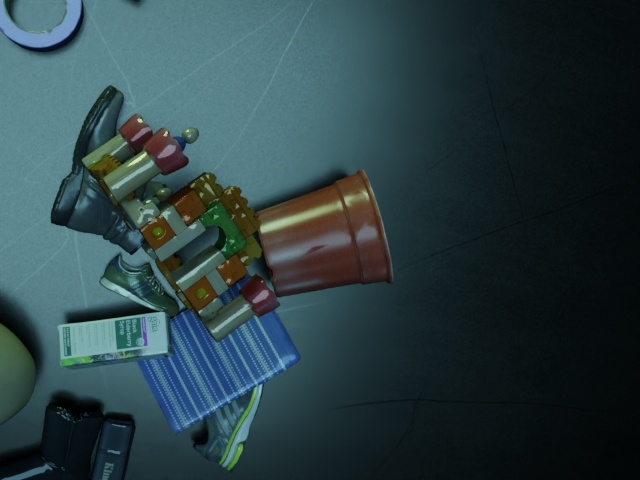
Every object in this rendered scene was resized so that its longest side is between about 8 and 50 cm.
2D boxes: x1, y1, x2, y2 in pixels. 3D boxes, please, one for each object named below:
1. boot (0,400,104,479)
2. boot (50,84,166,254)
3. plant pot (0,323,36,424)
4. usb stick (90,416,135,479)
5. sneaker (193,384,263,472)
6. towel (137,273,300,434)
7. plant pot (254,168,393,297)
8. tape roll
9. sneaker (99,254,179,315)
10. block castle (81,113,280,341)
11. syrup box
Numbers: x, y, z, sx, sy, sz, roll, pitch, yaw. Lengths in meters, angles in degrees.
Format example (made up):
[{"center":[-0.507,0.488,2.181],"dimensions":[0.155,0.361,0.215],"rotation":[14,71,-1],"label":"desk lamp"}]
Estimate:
[{"center":[-0.623,0.461,1.852],"dimensions":[0.246,0.094,0.207],"rotation":[8,96,-18],"label":"boot"},{"center":[-0.442,-0.154,1.836],"dimensions":[0.222,0.118,0.338],"rotation":[20,98,-21],"label":"boot"},{"center":[-0.722,0.291,1.747],"dimensions":[0.191,0.284,0.284],"rotation":[20,91,-49],"label":"plant pot"},{"center":[-0.493,0.545,1.917],"dimensions":[0.077,0.045,0.278],"rotation":[12,93,-15],"label":"usb stick"},{"center":[-0.210,0.387,1.937],"dimensions":[0.121,0.111,0.300],"rotation":[18,87,-6],"label":"sneaker"},{"center":[-0.242,0.256,1.902],"dimensions":[0.336,0.040,0.243],"rotation":[-30,75,-7],"label":"towel"},{"center":[0.000,0.000,1.876],"dimensions":[0.265,0.272,0.273],"rotation":[-15,99,-2],"label":"plant pot"},{"center":[-0.605,-0.503,1.763],"dimensions":[0.188,0.080,0.189],"rotation":[-1,95,-12],"label":"tape roll"},{"center":[-0.399,0.098,1.879],"dimensions":[0.192,0.064,0.086],"rotation":[25,94,-10],"label":"sneaker"},{"center":[-0.272,-0.038,1.725],"dimensions":[0.212,0.303,0.453],"rotation":[-36,117,-13],"label":"block castle"},{"center":[-0.453,0.224,1.840],"dimensions":[0.236,0.096,0.093],"rotation":[-7,77,-3],"label":"syrup box"}]
